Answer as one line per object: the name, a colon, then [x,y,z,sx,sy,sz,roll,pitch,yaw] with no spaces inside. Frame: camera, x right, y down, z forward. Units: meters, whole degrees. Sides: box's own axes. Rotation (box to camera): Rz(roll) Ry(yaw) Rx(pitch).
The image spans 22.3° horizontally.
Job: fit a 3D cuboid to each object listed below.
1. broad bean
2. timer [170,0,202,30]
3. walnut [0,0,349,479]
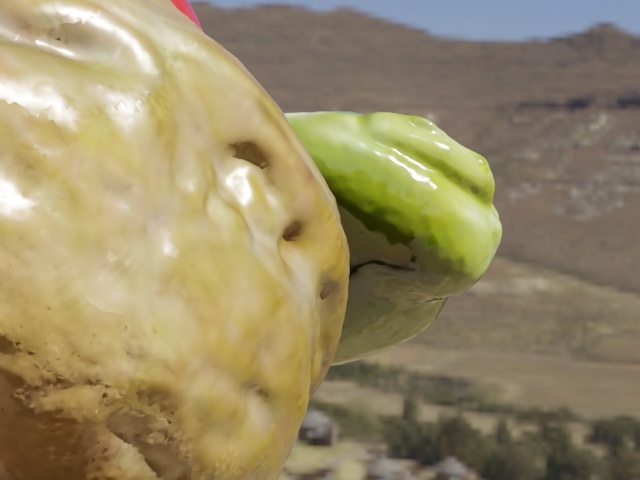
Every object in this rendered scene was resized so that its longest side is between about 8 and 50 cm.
broad bean: [0.000,0.000,1.278,0.291,0.238,0.119,-9,39,16]
timer: [-0.295,-0.163,1.613,0.378,0.279,0.378,10,-25,5]
walnut: [-0.138,0.012,0.780,0.306,0.306,0.344,4,-35,37]
